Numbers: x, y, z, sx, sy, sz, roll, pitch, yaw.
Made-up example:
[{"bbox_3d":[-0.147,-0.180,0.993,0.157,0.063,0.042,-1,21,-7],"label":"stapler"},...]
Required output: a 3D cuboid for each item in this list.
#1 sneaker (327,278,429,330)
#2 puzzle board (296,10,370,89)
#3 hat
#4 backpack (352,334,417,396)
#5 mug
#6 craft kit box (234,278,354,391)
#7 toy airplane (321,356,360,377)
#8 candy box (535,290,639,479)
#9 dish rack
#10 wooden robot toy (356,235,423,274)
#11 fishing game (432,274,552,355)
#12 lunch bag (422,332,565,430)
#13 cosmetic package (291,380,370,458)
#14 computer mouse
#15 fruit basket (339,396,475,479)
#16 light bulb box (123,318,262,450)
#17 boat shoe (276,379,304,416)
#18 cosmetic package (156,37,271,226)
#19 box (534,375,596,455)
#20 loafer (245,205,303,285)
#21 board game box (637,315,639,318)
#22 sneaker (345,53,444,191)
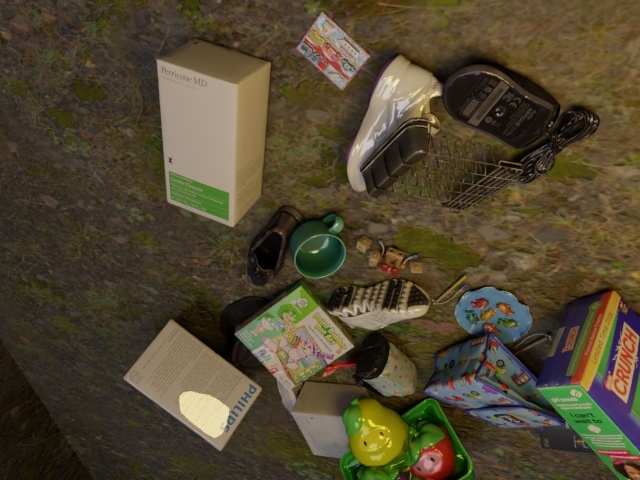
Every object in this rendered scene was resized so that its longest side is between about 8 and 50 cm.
[{"bbox_3d":[0.160,0.177,1.352,0.292,0.110,0.118,-8,129,40],"label":"sneaker"},{"bbox_3d":[0.023,-0.378,1.041,0.128,0.011,0.096,40,132,-8],"label":"puzzle board"},{"bbox_3d":[-0.200,0.337,1.627,0.331,0.134,0.331,13,130,16],"label":"hat"},{"bbox_3d":[0.188,0.367,1.453,0.115,0.152,0.182,-12,131,43],"label":"backpack"},{"bbox_3d":[0.000,0.008,1.288,0.158,0.097,0.129,-28,125,2],"label":"mug"},{"bbox_3d":[-0.074,0.278,1.498,0.246,0.061,0.250,-38,106,8],"label":"craft kit box"},{"bbox_3d":[0.070,0.368,1.535,0.151,0.151,0.028,-31,72,39],"label":"toy airplane"},{"bbox_3d":[0.626,0.308,1.071,0.317,0.268,0.122,46,146,-4],"label":"candy box"},{"bbox_3d":[0.236,-0.130,1.003,0.271,0.074,0.208,6,158,-22],"label":"dish rack"},{"bbox_3d":[0.164,0.059,1.275,0.173,0.076,0.079,22,143,10],"label":"wooden robot toy"},{"bbox_3d":[0.421,0.192,1.269,0.264,0.041,0.189,37,135,-5],"label":"fishing game"},{"bbox_3d":[0.456,0.392,1.328,0.293,0.138,0.221,35,147,-8],"label":"lunch bag"},{"bbox_3d":[0.059,0.590,1.692,0.224,0.138,0.224,-6,122,28],"label":"cosmetic package"},{"bbox_3d":[0.345,-0.237,0.958,0.272,0.072,0.188,30,135,-12],"label":"computer mouse"},{"bbox_3d":[0.213,0.614,1.478,0.392,0.283,0.392,-11,130,-14],"label":"fruit basket"},{"bbox_3d":[-0.425,0.467,1.696,0.361,0.225,0.358,39,158,-6],"label":"light bulb box"},{"bbox_3d":[-0.095,0.534,1.773,0.081,0.079,0.227,6,123,34],"label":"boat shoe"},{"bbox_3d":[-0.240,-0.239,1.184,0.197,0.155,0.365,20,133,13],"label":"cosmetic package"},{"bbox_3d":[0.659,0.457,1.342,0.183,0.059,0.233,-3,123,27],"label":"box"},{"bbox_3d":[-0.144,0.033,1.385,0.109,0.095,0.302,33,133,0],"label":"loafer"},{"bbox_3d":[0.800,0.276,1.155,0.145,0.027,0.281,-10,120,31],"label":"board game box"},{"bbox_3d":[0.145,-0.205,1.043,0.152,0.114,0.305,27,133,6],"label":"sneaker"}]
